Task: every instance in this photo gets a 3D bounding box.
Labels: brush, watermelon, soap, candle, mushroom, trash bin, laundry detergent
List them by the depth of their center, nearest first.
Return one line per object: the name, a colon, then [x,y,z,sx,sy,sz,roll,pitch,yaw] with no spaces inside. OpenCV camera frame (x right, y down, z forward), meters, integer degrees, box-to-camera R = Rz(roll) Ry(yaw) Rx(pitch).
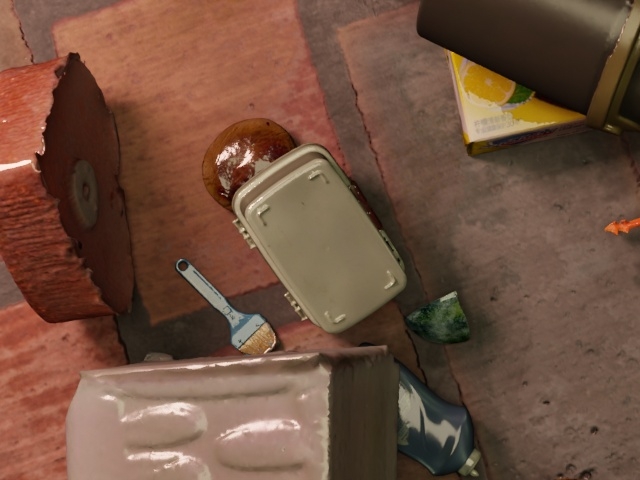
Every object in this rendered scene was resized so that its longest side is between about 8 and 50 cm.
trash bin: [0.291,-0.244,1.663,0.334,0.214,0.214,26,87,10]
soap: [-0.098,0.340,1.709,0.350,0.213,0.435,-2,87,16]
candle: [-0.322,-0.056,1.753,0.131,0.287,0.316,-12,88,8]
laundry detergent: [0.110,0.213,1.810,0.206,0.061,0.096,36,86,5]
watermelon: [0.143,0.087,1.832,0.085,0.085,0.061,22,47,5]
mushroom: [-0.085,-0.092,1.853,0.123,0.052,0.123,-1,83,6]
brush: [-0.119,0.082,1.859,0.164,0.014,0.051,44,88,7]

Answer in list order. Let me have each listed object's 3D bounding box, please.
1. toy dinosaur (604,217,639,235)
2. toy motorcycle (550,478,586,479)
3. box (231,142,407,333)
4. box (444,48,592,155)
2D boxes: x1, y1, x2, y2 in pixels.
toy dinosaur: [0.483,-0.045,1.780,0.288,0.117,0.070,-7,86,0]
toy motorcycle: [0.311,0.437,1.696,0.410,0.169,0.237,50,117,25]
box: [0.000,0.000,1.779,0.148,0.129,0.210,-35,101,0]
box: [0.286,-0.212,1.815,0.265,0.097,0.168,-11,85,3]
